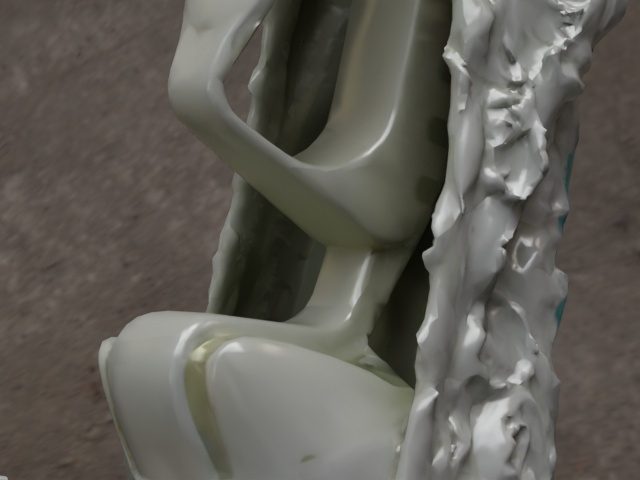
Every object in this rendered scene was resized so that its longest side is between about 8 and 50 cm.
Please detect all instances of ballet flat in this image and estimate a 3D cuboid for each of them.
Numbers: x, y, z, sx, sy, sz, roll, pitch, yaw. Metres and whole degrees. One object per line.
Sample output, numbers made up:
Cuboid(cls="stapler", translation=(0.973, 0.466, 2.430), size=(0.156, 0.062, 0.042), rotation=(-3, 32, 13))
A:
Cuboid(cls="ballet flat", translation=(0.000, 0.000, 0.574), size=(0.147, 0.147, 0.409), rotation=(14, 83, -21))

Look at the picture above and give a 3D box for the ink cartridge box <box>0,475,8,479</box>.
Cuboid(cls="ink cartridge box", translation=(-0.233, 0.214, 0.842), size=(0.181, 0.056, 0.225), rotation=(3, 76, -11))
